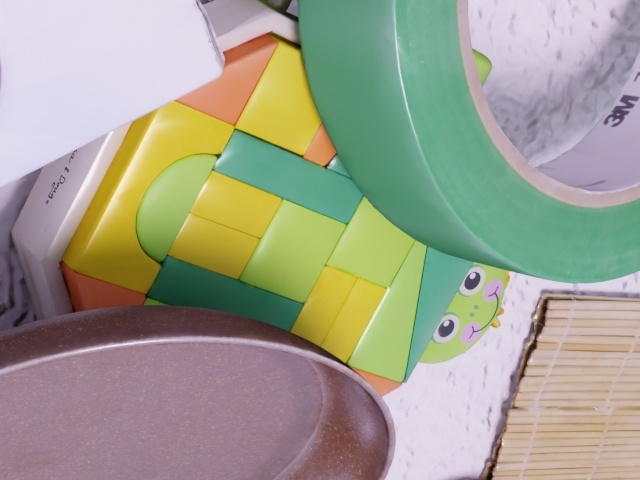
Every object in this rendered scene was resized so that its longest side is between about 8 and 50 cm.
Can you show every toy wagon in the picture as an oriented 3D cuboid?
[{"bbox_3d":[0.000,0.000,1.079,0.344,0.068,0.267,21,101,-40],"label":"toy wagon"}]

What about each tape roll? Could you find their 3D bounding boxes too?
[{"bbox_3d":[0.133,-0.141,1.035,0.321,0.077,0.321,-11,107,-38],"label":"tape roll"}]

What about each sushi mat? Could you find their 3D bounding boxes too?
[{"bbox_3d":[0.247,0.110,1.344,0.317,0.019,0.151,4,113,-36],"label":"sushi mat"}]

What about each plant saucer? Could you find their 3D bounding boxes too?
[{"bbox_3d":[-0.117,0.120,1.002,0.311,0.050,0.310,-13,147,-8],"label":"plant saucer"}]

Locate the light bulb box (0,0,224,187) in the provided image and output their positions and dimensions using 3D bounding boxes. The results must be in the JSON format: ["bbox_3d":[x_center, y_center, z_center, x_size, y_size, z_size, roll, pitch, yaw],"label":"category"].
[{"bbox_3d":[-0.274,-0.157,0.649,0.361,0.225,0.358,-29,128,-13],"label":"light bulb box"}]
